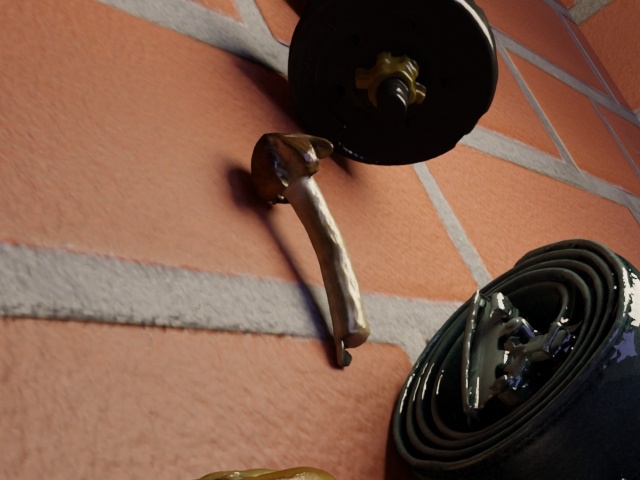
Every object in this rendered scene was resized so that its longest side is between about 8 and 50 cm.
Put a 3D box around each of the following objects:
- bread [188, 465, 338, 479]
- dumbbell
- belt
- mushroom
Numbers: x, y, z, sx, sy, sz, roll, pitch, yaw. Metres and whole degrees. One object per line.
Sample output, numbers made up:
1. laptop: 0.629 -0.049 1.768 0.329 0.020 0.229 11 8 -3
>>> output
1. bread: -0.045 0.162 0.570 0.200 0.077 0.116 7 59 -58
2. dumbbell: 0.066 -0.214 1.143 0.185 0.185 0.388 43 26 -24
3. belt: 0.150 0.094 0.851 0.116 0.206 0.267 47 15 -13
4. mushroom: 0.000 0.000 0.888 0.060 0.061 0.187 -10 67 -33
